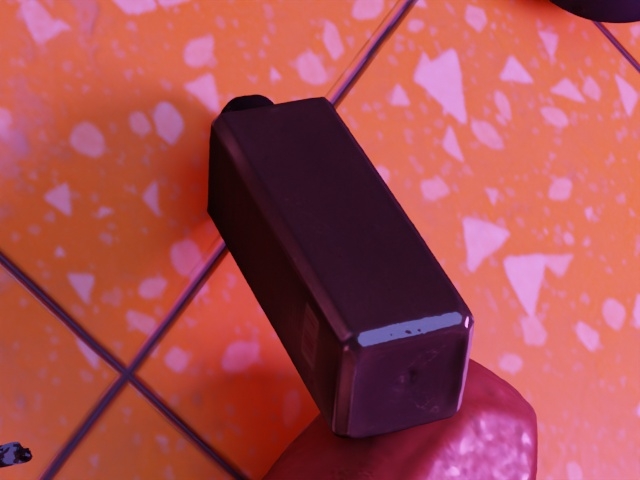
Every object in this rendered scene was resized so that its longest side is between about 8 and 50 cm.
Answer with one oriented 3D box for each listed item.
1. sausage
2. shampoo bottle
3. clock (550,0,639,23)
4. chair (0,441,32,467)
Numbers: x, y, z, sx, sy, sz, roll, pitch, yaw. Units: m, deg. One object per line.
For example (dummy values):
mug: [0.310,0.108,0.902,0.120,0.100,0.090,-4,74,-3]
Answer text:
sausage: [0.035,0.157,0.978,0.148,0.148,0.254,47,53,-10]
shampoo bottle: [0.000,0.000,0.993,0.079,0.080,0.246,-11,43,-20]
clock: [0.224,-0.269,1.286,0.200,0.146,0.243,26,54,-19]
chair: [-0.248,0.165,0.805,0.213,0.149,0.174,-10,75,4]
